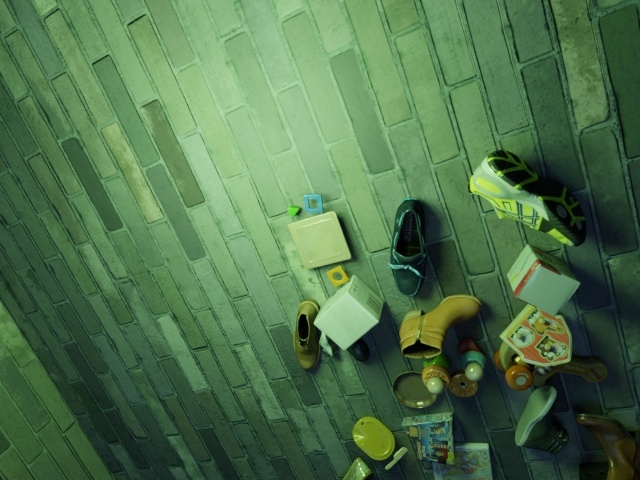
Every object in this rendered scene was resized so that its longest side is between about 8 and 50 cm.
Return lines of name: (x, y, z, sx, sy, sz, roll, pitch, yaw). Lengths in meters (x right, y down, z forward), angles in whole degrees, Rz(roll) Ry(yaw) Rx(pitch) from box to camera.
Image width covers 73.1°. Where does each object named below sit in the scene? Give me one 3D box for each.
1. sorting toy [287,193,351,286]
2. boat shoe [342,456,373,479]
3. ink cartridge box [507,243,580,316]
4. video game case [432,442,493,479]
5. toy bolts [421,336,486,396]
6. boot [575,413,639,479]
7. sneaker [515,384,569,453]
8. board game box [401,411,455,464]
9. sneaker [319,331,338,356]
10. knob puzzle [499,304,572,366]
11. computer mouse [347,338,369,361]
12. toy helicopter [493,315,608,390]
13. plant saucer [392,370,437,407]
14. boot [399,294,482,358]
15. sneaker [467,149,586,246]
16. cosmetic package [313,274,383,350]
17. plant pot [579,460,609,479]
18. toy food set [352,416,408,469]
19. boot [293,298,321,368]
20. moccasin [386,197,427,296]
sorting toy: (0.000, 0.000, 1.518, 0.195, 0.047, 0.348, -14, 106, 25)
boat shoe: (0.127, 1.063, 1.882, 0.089, 0.104, 0.285, 49, 116, 36)
ink cartridge box: (0.664, 0.114, 1.304, 0.128, 0.176, 0.127, 25, 113, 4)
video game case: (0.561, 0.893, 1.723, 0.226, 0.026, 0.206, -7, 109, 18)
toy bolts: (0.493, 0.479, 1.504, 0.218, 0.158, 0.228, 42, 116, -3)
boot: (0.949, 0.744, 1.427, 0.264, 0.281, 0.096, 29, 156, -6)
sneaker: (0.804, 0.628, 1.512, 0.146, 0.104, 0.296, 13, 120, 8)
board game box: (0.419, 0.758, 1.680, 0.194, 0.060, 0.194, -2, 101, 20)
sneaker: (0.020, 0.378, 1.646, 0.061, 0.053, 0.152, 9, 125, 35)
knob puzzle: (0.702, 0.309, 1.363, 0.213, 0.030, 0.213, -4, 73, 12)
computer mouse: (0.097, 0.369, 1.638, 0.242, 0.041, 0.071, 46, 116, -4)
toy helicopter: (0.775, 0.383, 1.427, 0.354, 0.140, 0.235, 13, 105, -1)
plant saucer: (0.360, 0.562, 1.647, 0.168, 0.029, 0.169, 6, 112, 14)
boot: (0.394, 0.284, 1.420, 0.283, 0.220, 0.109, -13, 107, 20)
sneaker: (0.612, -0.111, 1.273, 0.384, 0.145, 0.147, 38, 147, -4)
cosmetic package: (0.102, 0.254, 1.529, 0.151, 0.151, 0.184, 43, 114, -3)
plant pot: (1.019, 0.893, 1.517, 0.188, 0.187, 0.167, -19, 93, 22)
toy food set: (0.227, 0.809, 1.749, 0.218, 0.071, 0.128, 42, 79, 7)
boot: (-0.061, 0.381, 1.647, 0.112, 0.115, 0.305, 5, 114, 11)
moccasin: (0.276, 0.036, 1.413, 0.137, 0.117, 0.342, -2, 110, 17)
